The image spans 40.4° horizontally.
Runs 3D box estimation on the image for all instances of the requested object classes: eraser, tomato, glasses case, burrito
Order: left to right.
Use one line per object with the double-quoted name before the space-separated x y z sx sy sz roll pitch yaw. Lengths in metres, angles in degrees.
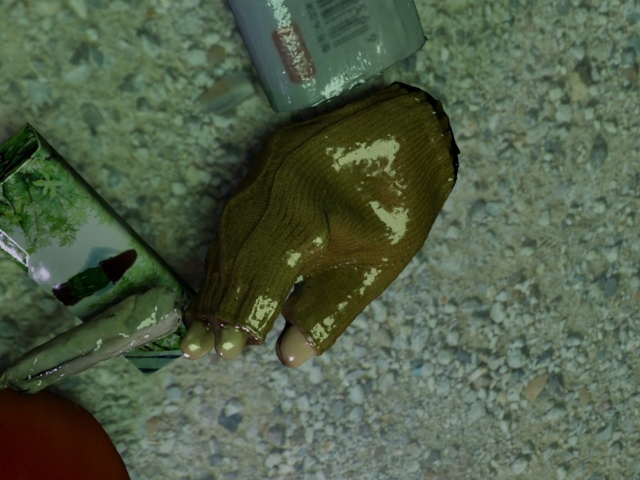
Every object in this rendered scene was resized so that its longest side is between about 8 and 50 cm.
"tomato" -0.303 0.266 0.826 0.260 0.180 0.259 -9 117 -19
"burrito" -0.211 0.094 0.790 0.188 0.045 0.058 -26 158 -1
"glasses case" -0.209 0.020 0.803 0.095 0.062 0.272 -41 132 -4
"eraser" -0.007 -0.254 0.799 0.174 0.081 0.226 -30 119 -14

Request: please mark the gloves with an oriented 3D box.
"gloves" -0.006 -0.010 0.853 0.356 0.155 0.203 -47 141 -24
